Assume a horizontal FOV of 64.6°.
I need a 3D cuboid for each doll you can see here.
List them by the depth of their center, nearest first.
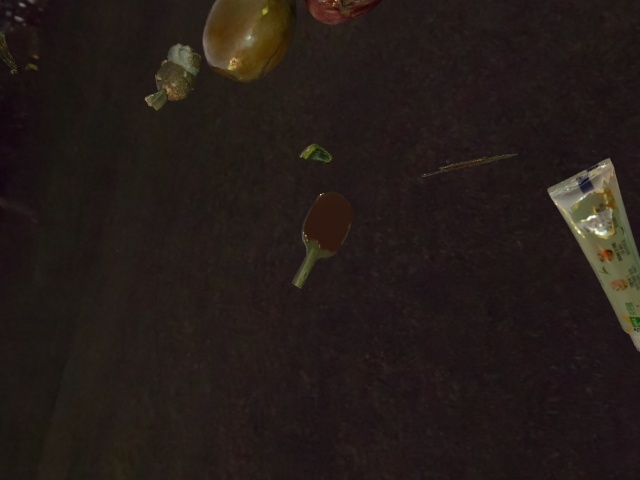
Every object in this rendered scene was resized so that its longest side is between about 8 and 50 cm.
[{"bbox_3d":[-0.424,-0.472,1.485,0.115,0.105,0.221,103,-173,-74],"label":"doll"}]

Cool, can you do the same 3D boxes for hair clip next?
[{"bbox_3d":[-0.012,-0.285,1.662,0.060,0.188,0.033,-47,71,18],"label":"hair clip"}]

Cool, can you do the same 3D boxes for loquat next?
[{"bbox_3d":[-0.141,-0.434,1.036,0.227,0.179,0.179,-58,34,0],"label":"loquat"}]

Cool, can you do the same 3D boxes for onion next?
[{"bbox_3d":[0.095,-0.561,1.029,0.283,0.227,0.120,-33,69,-6],"label":"onion"}]

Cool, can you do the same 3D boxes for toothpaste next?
[{"bbox_3d":[0.399,0.036,0.680,0.058,0.314,0.056,-46,25,-24],"label":"toothpaste"}]

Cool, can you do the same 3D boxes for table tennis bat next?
[{"bbox_3d":[0.000,0.000,1.141,0.022,0.131,0.234,15,75,50],"label":"table tennis bat"}]

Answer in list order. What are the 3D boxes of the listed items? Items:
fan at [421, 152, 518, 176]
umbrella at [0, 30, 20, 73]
[{"bbox_3d":[0.286,-0.151,1.035,0.220,0.132,0.009,-8,92,56],"label":"fan"},{"bbox_3d":[-0.528,-0.316,0.838,0.083,0.031,0.020,56,154,-6],"label":"umbrella"}]
